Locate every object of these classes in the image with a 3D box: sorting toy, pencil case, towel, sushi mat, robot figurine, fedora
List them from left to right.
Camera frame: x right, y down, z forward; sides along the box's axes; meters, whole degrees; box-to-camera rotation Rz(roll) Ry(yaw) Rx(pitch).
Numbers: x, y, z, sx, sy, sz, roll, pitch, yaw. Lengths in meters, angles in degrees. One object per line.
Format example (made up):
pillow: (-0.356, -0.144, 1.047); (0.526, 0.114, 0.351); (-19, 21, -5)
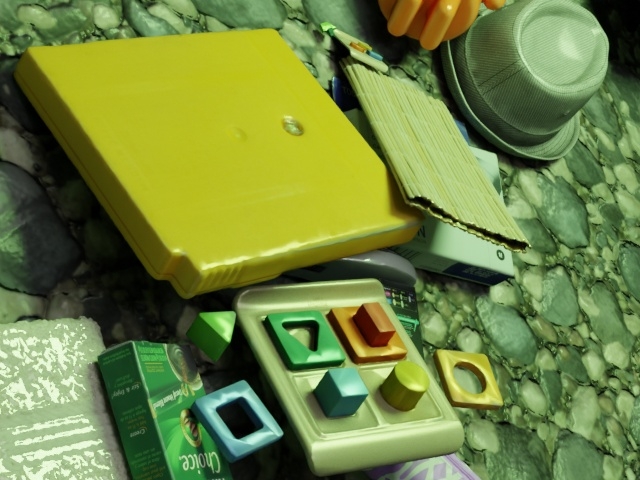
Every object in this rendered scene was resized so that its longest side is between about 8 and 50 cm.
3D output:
towel: (-0.268, 0.154, 1.060); (0.282, 0.049, 0.187); (-4, 71, -44)
sorting toy: (0.037, -0.225, 1.566); (0.083, 0.012, 0.062); (21, 23, -34)
sorting toy: (0.033, 0.113, 1.257); (0.348, 0.047, 0.196); (-2, 52, -37)
sushi mat: (0.118, -0.098, 1.469); (0.151, 0.019, 0.316); (23, 25, -26)
pencil case: (0.115, 0.240, 1.337); (0.206, 0.088, 0.086); (44, 38, -14)
robot figurine: (0.144, -0.328, 1.659); (0.219, 0.158, 0.128); (-71, 146, -40)
fedora: (0.279, -0.230, 1.729); (0.275, 0.124, 0.243); (-18, 81, -47)

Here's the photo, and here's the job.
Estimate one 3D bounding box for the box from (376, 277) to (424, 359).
box: (0.064, 0.090, 1.393); (0.052, 0.062, 0.083); (14, 58, -36)

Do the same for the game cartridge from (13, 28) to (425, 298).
game cartridge: (-0.090, -0.085, 1.304); (0.324, 0.052, 0.285); (-14, 58, -44)

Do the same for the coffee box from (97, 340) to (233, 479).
coffee box: (-0.122, 0.178, 1.158); (0.113, 0.040, 0.184); (17, 52, -67)

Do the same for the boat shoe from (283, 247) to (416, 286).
boat shoe: (0.000, 0.000, 1.381); (0.229, 0.080, 0.076); (12, 60, -29)

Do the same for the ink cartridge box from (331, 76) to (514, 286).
ink cartridge box: (0.118, -0.073, 1.548); (0.223, 0.045, 0.223); (13, 58, -37)
